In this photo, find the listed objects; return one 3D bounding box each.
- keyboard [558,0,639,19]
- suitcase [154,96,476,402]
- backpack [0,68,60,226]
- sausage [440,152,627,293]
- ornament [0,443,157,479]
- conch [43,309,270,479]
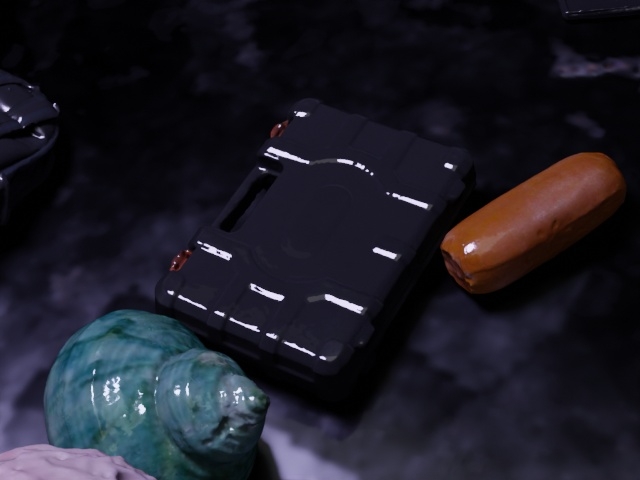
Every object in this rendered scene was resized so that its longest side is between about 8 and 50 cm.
[{"bbox_3d":[0.385,-0.281,1.391,0.250,0.017,0.087,-7,50,0],"label":"keyboard"},{"bbox_3d":[0.000,0.000,1.173,0.206,0.066,0.285,21,57,21],"label":"suitcase"},{"bbox_3d":[-0.372,-0.089,1.236,0.206,0.133,0.258,41,43,12],"label":"backpack"},{"bbox_3d":[0.200,-0.019,1.162,0.197,0.076,0.076,-30,54,-19],"label":"sausage"},{"bbox_3d":[-0.192,0.271,0.852,0.225,0.259,0.259,-13,47,-35],"label":"ornament"},{"bbox_3d":[-0.130,0.137,1.028,0.202,0.134,0.196,6,63,15],"label":"conch"}]
